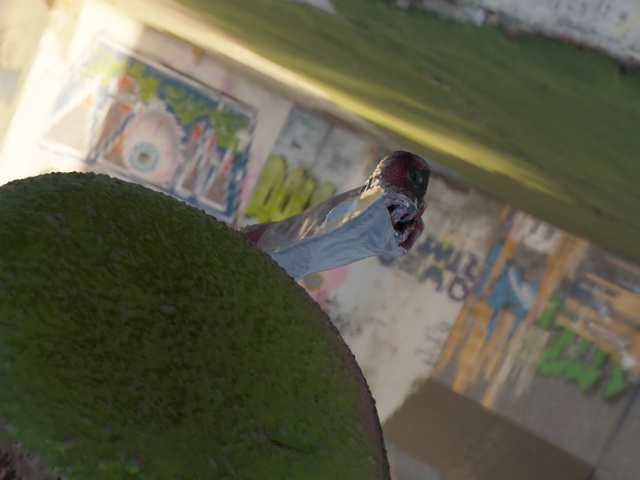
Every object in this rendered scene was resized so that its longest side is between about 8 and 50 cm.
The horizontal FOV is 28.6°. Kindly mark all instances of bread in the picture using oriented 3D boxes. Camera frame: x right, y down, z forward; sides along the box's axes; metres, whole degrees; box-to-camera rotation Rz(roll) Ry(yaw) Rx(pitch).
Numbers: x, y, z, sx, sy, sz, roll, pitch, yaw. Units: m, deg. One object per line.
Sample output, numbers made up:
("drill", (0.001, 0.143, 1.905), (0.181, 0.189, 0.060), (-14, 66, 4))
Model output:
("bread", (-0.055, 0.056, 0.508), (0.228, 0.033, 0.228), (33, -149, -22))

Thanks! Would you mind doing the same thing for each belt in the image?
("belt", (0.000, 0.000, 0.980), (0.232, 0.053, 0.071), (-24, 110, 42))
